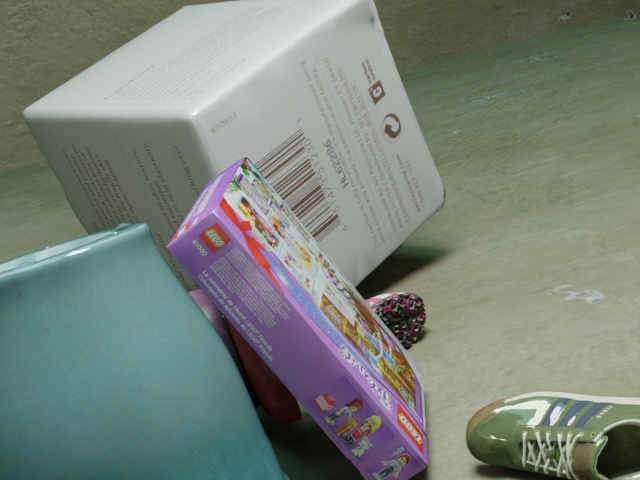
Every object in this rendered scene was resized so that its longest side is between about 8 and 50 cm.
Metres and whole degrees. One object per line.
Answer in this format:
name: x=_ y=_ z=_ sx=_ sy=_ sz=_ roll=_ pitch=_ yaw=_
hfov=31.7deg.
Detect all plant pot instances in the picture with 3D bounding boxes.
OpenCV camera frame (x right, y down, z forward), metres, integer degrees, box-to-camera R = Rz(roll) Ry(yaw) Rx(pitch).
plant pot: x=-0.190 y=0.130 z=0.918 sx=0.272 sy=0.255 sz=0.271 roll=-17 pitch=7 yaw=2

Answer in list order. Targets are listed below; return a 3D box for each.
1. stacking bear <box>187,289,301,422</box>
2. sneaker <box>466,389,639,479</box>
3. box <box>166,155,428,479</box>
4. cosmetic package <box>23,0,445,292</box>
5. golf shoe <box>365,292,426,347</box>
stacking bear: x=-0.184 y=0.148 z=1.130 sx=0.289 sy=0.175 sz=0.164 roll=-22 pitch=-5 yaw=-3
sneaker: x=0.216 y=0.169 z=0.941 sx=0.192 sy=0.064 sz=0.086 roll=-4 pitch=13 yaw=11
box: x=-0.011 y=0.070 z=1.039 sx=0.057 sy=0.293 sz=0.201 roll=-37 pitch=11 yaw=13
cosmetic package: x=-0.115 y=-0.113 z=1.515 sx=0.394 sy=0.329 sz=0.327 roll=8 pitch=41 yaw=46
golf shoe: x=0.037 y=0.102 z=1.276 sx=0.186 sy=0.067 sz=0.086 roll=-22 pitch=18 yaw=-33
